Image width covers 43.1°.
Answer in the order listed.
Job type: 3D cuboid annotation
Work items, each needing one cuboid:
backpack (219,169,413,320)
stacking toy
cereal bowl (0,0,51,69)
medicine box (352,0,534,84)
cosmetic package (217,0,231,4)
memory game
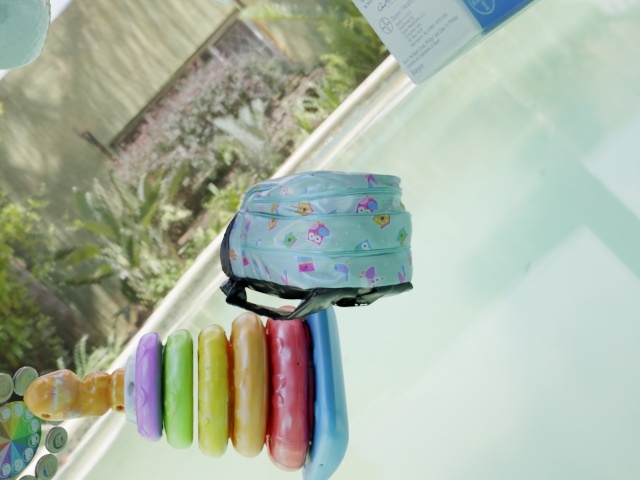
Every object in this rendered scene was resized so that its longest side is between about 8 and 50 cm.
[{"bbox_3d":[0.000,0.000,0.669,0.152,0.115,0.182,-10,4,-21],"label":"backpack"},{"bbox_3d":[-0.131,0.146,0.791,0.175,0.301,0.166,100,166,-53],"label":"stacking toy"},{"bbox_3d":[-0.547,-0.393,1.160,0.141,0.339,0.339,-59,0,28],"label":"cereal bowl"},{"bbox_3d":[0.159,-0.403,1.081,0.263,0.289,0.149,-38,3,-33],"label":"medicine box"},{"bbox_3d":[-0.160,-0.379,0.768,0.224,0.224,0.138,123,159,-57],"label":"cosmetic package"},{"bbox_3d":[-0.388,0.253,1.027,0.012,0.186,0.186,5,37,28],"label":"memory game"}]
